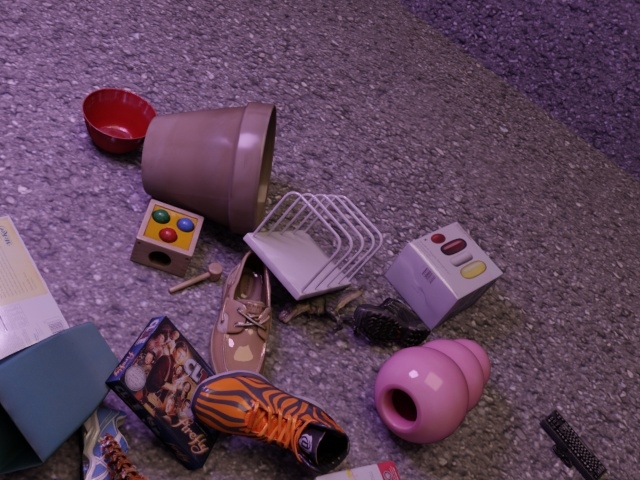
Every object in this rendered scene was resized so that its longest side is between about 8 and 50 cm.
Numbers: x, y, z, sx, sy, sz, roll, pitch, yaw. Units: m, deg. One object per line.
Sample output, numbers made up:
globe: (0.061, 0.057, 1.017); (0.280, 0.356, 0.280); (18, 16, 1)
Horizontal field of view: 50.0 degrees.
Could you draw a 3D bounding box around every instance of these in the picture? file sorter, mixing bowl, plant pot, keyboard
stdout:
file sorter: (0.000, 0.000, 1.610); (0.193, 0.173, 0.278); (48, 20, 16)
mixing bowl: (-0.505, -0.282, 1.708); (0.182, 0.098, 0.181); (15, 45, -16)
plant pot: (-0.471, 0.249, 1.173); (0.165, 0.166, 0.234); (60, 37, -10)
plant pot: (-0.264, -0.183, 1.634); (0.281, 0.323, 0.323); (8, 46, -2)
keyboard: (0.612, 0.505, 1.671); (0.108, 0.023, 0.180); (-20, 62, -40)

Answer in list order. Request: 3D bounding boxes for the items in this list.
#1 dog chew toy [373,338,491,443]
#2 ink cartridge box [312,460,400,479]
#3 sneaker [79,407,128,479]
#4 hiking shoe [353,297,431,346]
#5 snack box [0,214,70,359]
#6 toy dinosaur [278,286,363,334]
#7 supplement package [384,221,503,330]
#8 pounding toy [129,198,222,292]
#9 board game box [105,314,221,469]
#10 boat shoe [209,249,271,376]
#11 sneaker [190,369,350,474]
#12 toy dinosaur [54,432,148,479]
dog chew toy: (0.269, 0.316, 1.535); (0.332, 0.206, 0.206); (-16, 60, -47)
ink cartridge box: (0.061, 0.509, 1.285); (0.176, 0.127, 0.128); (0, 52, -29)
sneaker: (-0.376, 0.383, 1.193); (0.081, 0.080, 0.211); (3, 51, -22)
hiking shoe: (0.158, 0.188, 1.664); (0.227, 0.086, 0.114); (22, 24, -35)
snack box: (-0.633, 0.102, 1.318); (0.187, 0.060, 0.322); (-17, 62, -40)
toy dinosaur: (0.034, 0.168, 1.631); (0.268, 0.064, 0.118); (-9, 50, -38)
supplement package: (0.322, 0.089, 1.794); (0.203, 0.149, 0.194); (-22, 64, -39)
pounding toy: (-0.311, 0.023, 1.543); (0.206, 0.094, 0.181); (19, 45, -12)
board game box: (-0.269, 0.282, 1.280); (0.243, 0.042, 0.165); (55, 38, -24)
boat shoe: (-0.165, 0.169, 1.479); (0.122, 0.110, 0.341); (13, 46, -19)
sneaker: (-0.073, 0.338, 1.278); (0.321, 0.124, 0.180); (20, -1, -31)
toy dinosaur: (-0.316, 0.452, 1.052); (0.218, 0.164, 0.322); (18, 11, -37)
